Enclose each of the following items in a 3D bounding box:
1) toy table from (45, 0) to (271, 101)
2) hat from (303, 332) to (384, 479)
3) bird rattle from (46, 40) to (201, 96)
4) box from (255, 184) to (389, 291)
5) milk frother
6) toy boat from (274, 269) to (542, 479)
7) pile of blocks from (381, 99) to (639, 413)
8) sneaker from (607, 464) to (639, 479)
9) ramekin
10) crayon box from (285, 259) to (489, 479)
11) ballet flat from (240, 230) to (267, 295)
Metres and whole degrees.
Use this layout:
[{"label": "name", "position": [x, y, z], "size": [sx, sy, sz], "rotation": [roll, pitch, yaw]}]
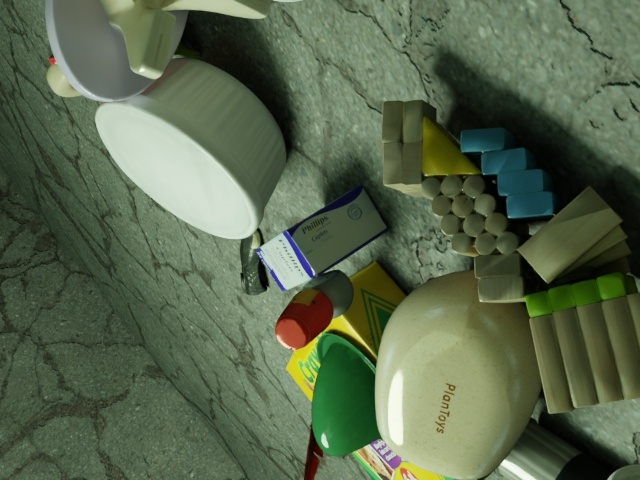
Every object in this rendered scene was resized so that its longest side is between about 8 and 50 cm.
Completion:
[{"label": "toy table", "position": [-0.202, -0.303, 0.929], "size": [0.160, 0.252, 0.275], "rotation": [6, 94, 52]}, {"label": "hat", "position": [-0.003, 0.260, 1.071], "size": [0.209, 0.183, 0.173], "rotation": [59, 154, -4]}, {"label": "bird rattle", "position": [-0.296, -0.260, 1.119], "size": [0.206, 0.253, 0.143], "rotation": [-33, 99, 34]}, {"label": "box", "position": [0.000, 0.000, 1.057], "size": [0.072, 0.126, 0.137], "rotation": [58, 156, -1]}, {"label": "milk frother", "position": [0.270, 0.315, 0.950], "size": [0.134, 0.143, 0.129], "rotation": [30, 150, 44]}, {"label": "toy boat", "position": [0.106, 0.125, 0.954], "size": [0.318, 0.148, 0.268], "rotation": [22, 118, 15]}, {"label": "pile of blocks", "position": [0.198, -0.005, 0.749], "size": [0.362, 0.149, 0.112], "rotation": [56, -159, 20]}, {"label": "sneaker", "position": [0.391, 0.372, 0.855], "size": [0.282, 0.102, 0.161], "rotation": [49, 158, 13]}, {"label": "ramekin", "position": [-0.170, -0.135, 1.126], "size": [0.272, 0.127, 0.273], "rotation": [29, 155, 15]}, {"label": "crayon box", "position": [0.102, 0.239, 1.201], "size": [0.313, 0.106, 0.363], "rotation": [49, 155, 13]}, {"label": "ballet flat", "position": [-0.120, 0.037, 1.446], "size": [0.173, 0.049, 0.058], "rotation": [98, 160, -50]}]
